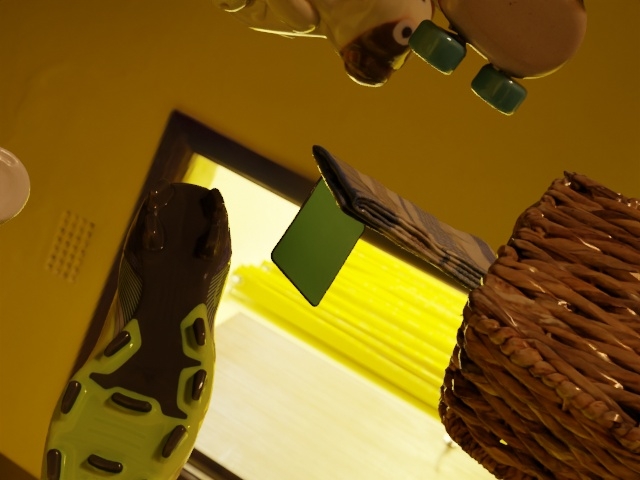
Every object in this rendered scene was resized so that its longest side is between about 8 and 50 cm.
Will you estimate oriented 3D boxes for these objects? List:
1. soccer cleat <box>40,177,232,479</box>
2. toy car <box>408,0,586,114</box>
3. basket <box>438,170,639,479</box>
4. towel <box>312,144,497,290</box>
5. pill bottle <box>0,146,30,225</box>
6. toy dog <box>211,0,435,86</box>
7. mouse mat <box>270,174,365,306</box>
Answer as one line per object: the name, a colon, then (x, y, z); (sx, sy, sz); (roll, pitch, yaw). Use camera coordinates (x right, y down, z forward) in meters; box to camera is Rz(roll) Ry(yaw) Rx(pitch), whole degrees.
soccer cleat: (-0.119, 0.084, 0.560); (0.121, 0.094, 0.289); (107, 173, -49)
toy car: (0.229, -0.332, 1.049); (0.219, 0.210, 0.238); (-54, 26, 20)
basket: (0.226, 0.137, 0.498); (0.213, 0.299, 0.223); (-47, -26, -42)
towel: (0.124, -0.017, 0.952); (0.034, 0.285, 0.209); (-55, 22, 14)
pill bottle: (-0.290, -0.037, 0.649); (0.116, 0.065, 0.065); (-13, 34, 54)
toy dog: (-0.003, -0.435, 1.364); (0.284, 0.408, 0.395); (-52, -18, -28)
mouse mat: (0.000, 0.000, 1.320); (0.152, 0.007, 0.189); (52, -121, -37)
